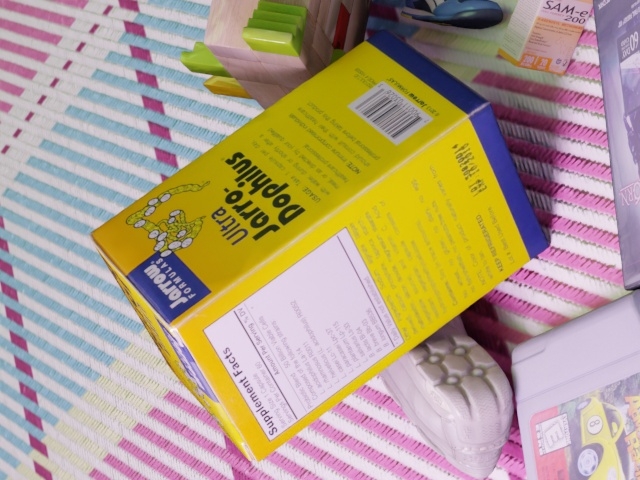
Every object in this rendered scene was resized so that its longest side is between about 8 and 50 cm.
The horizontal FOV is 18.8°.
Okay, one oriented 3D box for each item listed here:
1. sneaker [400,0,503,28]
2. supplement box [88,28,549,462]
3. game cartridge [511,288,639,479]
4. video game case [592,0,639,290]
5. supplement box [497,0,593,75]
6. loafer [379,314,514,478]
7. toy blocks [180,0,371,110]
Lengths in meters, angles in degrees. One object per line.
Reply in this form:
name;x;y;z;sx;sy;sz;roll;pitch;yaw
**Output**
sneaker;0.133;-0.247;1.967;0.144;0.053;0.059;19;98;54
supplement box;0.000;0.000;1.826;0.356;0.194;0.195;-35;40;-11
game cartridge;0.263;0.202;1.704;0.196;0.060;0.294;-29;61;45
video game case;0.292;-0.107;1.663;0.196;0.026;0.274;142;126;-73
supplement box;0.217;-0.210;1.831;0.036;0.062;0.098;46;122;49
loafer;0.096;0.111;1.907;0.319;0.112;0.111;-119;22;-53
toy blocks;-0.018;-0.284;1.995;0.190;0.381;0.261;9;83;12
